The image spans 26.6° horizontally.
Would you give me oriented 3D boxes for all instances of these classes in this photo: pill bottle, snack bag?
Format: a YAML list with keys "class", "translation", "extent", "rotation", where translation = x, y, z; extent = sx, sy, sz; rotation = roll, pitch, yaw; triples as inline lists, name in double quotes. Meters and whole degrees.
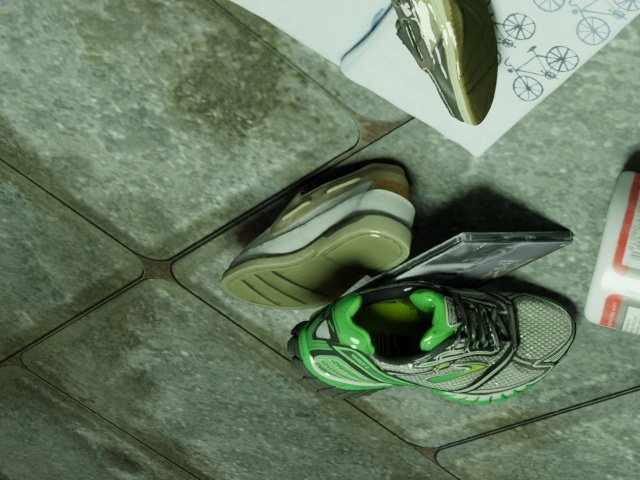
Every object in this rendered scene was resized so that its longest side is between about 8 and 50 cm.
- class: "pill bottle"
  translation: [0.418, 0.037, 1.345]
  extent: [0.283, 0.161, 0.161]
  rotation: [14, 145, 12]
- class: "snack bag"
  translation: [0.090, -0.239, 1.264]
  extent: [0.342, 0.037, 0.323]
  rotation: [31, 145, -12]

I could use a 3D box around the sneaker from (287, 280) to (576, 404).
- class: "sneaker"
  translation: [0.146, 0.113, 1.524]
  extent: [0.343, 0.134, 0.146]
  rotation: [-3, 161, -24]

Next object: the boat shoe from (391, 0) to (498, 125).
- class: "boat shoe"
  translation: [0.103, -0.200, 1.213]
  extent: [0.073, 0.080, 0.224]
  rotation: [8, 139, 31]

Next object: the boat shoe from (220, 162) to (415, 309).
- class: "boat shoe"
  translation: [0.000, 0.000, 1.582]
  extent: [0.113, 0.103, 0.302]
  rotation: [31, 146, -32]

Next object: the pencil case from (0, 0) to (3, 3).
- class: "pencil case"
  translation: [-0.427, -0.280, 1.462]
  extent: [0.206, 0.086, 0.088]
  rotation: [-5, 114, 32]

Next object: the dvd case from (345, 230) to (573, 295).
- class: "dvd case"
  translation: [0.154, 0.034, 1.536]
  extent: [0.164, 0.018, 0.221]
  rotation: [-1, 162, -36]
